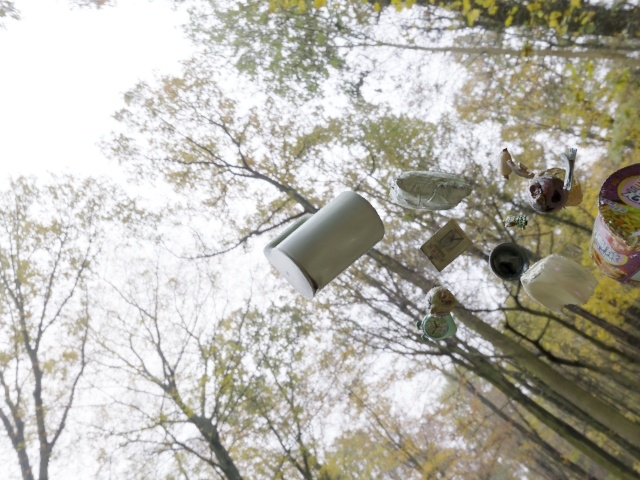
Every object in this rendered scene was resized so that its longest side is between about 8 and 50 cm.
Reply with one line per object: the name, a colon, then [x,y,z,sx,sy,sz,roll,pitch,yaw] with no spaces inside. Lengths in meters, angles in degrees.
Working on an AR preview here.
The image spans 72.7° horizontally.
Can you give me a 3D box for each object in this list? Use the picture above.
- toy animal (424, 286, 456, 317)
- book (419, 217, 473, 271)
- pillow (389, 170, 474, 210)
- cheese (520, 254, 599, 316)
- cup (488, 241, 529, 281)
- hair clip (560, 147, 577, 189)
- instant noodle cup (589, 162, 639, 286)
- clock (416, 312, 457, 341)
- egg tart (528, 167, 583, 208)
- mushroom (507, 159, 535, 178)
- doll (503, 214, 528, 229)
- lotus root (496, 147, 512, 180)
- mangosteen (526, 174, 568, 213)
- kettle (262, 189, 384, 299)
toy animal: [0.369,0.209,1.390,0.137,0.098,0.098,-36,-46,-36]
book: [0.605,0.024,2.104,0.026,0.161,0.231,-13,-29,-47]
pillow: [0.426,-0.195,1.714,0.283,0.309,0.138,29,-112,-80]
cheese: [0.913,0.171,1.676,0.127,0.233,0.266,-48,-9,-18]
cup: [0.940,0.120,2.228,0.199,0.199,0.150,-46,-9,-8]
hair clip: [0.682,-0.197,1.206,0.039,0.030,0.115,-6,-73,3]
instant noodle cup: [0.987,-0.025,1.322,0.340,0.340,0.266,-40,-32,-14]
clock: [0.588,0.431,2.218,0.188,0.060,0.148,-24,-86,8]
egg tart: [1.049,-0.245,1.921,0.231,0.252,0.098,8,-46,0]
mushroom: [0.661,-0.234,1.441,0.019,0.101,0.049,-55,-5,-18]
doll: [0.953,-0.099,2.119,0.077,0.113,0.078,87,-155,-53]
lotus root: [0.831,-0.342,1.966,0.062,0.073,0.150,-10,-80,-11]
mangosteen: [0.856,-0.174,1.656,0.152,0.152,0.153,-20,-54,-30]
kettle: [0.003,-0.005,1.367,0.318,0.265,0.205,-41,-18,-22]
